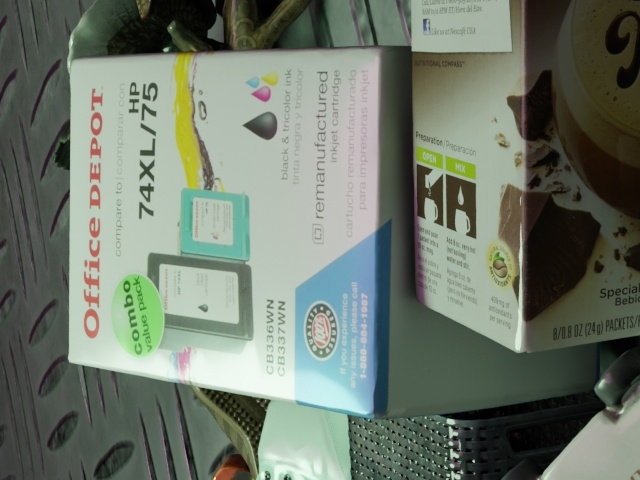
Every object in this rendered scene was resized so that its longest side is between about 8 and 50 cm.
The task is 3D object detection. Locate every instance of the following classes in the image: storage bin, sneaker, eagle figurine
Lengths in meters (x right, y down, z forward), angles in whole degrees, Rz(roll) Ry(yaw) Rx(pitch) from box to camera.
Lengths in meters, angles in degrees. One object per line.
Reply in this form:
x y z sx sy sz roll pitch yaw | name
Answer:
0.101 0.127 1.071 0.180 0.122 0.084 -163 69 -66 | storage bin
0.028 0.212 1.243 0.151 0.094 0.255 -18 68 34 | sneaker
-0.130 -0.151 1.483 0.298 0.226 0.225 29 143 58 | eagle figurine
-0.047 0.164 1.494 0.188 0.066 0.071 55 175 2 | sneaker

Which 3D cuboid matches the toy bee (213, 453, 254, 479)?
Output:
-0.072 0.352 1.570 0.195 0.162 0.298 -63 -3 -61 | toy bee

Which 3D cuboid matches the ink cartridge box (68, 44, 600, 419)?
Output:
0.005 -0.013 1.037 0.270 0.197 0.198 4 94 46 | ink cartridge box

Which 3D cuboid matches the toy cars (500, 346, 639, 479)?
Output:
0.180 0.231 0.950 0.177 0.087 0.393 4 101 32 | toy cars

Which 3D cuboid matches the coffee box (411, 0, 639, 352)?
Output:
0.141 -0.110 0.843 0.119 0.168 0.297 -155 60 -64 | coffee box
